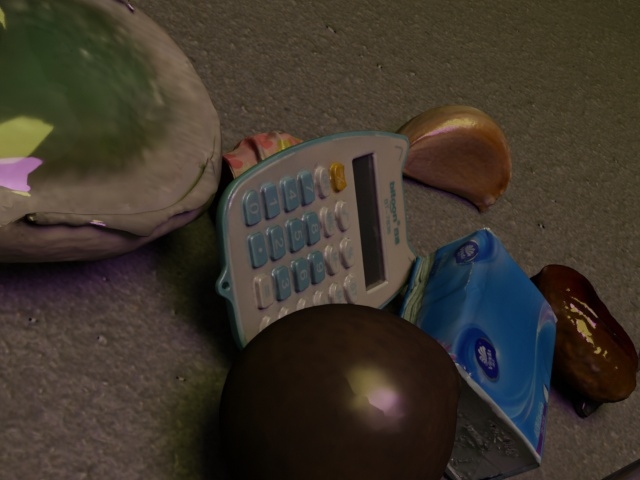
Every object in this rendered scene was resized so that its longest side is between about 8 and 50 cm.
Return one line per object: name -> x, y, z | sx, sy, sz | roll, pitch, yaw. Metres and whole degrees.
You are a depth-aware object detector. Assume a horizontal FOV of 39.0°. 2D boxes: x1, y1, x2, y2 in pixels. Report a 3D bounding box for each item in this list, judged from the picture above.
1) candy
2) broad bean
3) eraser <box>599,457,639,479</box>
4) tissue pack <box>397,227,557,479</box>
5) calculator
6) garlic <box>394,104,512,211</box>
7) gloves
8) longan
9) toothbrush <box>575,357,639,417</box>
candy -> -0.298, -0.137, 1.001 | 0.427, 0.186, 0.386 | 10, 58, -36
broad bean -> 0.389, 0.143, 1.369 | 0.156, 0.122, 0.228 | -6, 63, -60
eraser -> 0.377, 0.289, 1.011 | 0.213, 0.397, 0.082 | -12, 64, -46
tissue pack -> 0.199, 0.147, 1.163 | 0.198, 0.146, 0.263 | 49, 38, -19
calculator -> 0.000, 0.000, 1.128 | 0.386, 0.055, 0.256 | -25, 113, -51
garlic -> 0.210, -0.141, 1.487 | 0.245, 0.145, 0.164 | 9, 81, -31
gloves -> -0.034, -0.074, 1.219 | 0.241, 0.126, 0.145 | -12, 61, -37
longan -> 0.024, 0.183, 0.931 | 0.258, 0.258, 0.258 | 22, 44, -23
toothbrush -> 0.483, 0.218, 1.451 | 0.297, 0.031, 0.030 | -19, 78, -46
